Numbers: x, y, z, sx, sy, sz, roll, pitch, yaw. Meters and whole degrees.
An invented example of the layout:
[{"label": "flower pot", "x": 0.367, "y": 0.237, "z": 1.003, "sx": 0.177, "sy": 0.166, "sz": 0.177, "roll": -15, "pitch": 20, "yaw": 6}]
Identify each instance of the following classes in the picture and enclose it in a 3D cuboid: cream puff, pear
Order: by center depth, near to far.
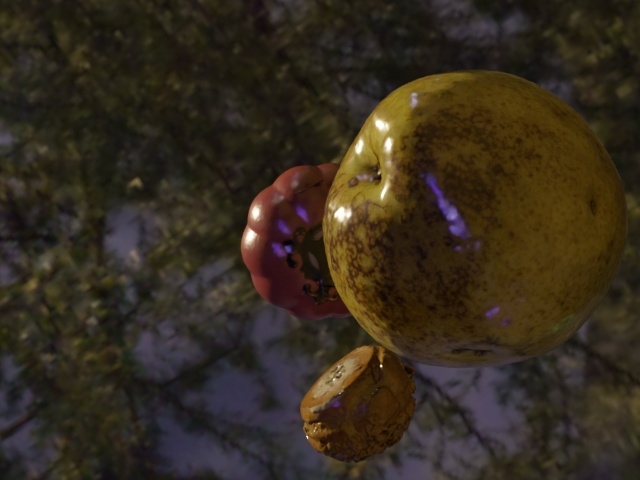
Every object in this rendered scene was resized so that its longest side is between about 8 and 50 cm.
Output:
[{"label": "pear", "x": 0.094, "y": -0.015, "z": 0.897, "sx": 0.197, "sy": 0.197, "sz": 0.197, "roll": 48, "pitch": -157, "yaw": -28}, {"label": "cream puff", "x": 0.045, "y": 0.187, "z": 1.538, "sx": 0.103, "sy": 0.126, "sz": 0.144, "roll": 55, "pitch": -136, "yaw": -10}]

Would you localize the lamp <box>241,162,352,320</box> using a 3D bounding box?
[{"label": "lamp", "x": 0.000, "y": 0.000, "z": 1.555, "sx": 0.182, "sy": 0.182, "sz": 0.140, "roll": 51, "pitch": -178, "yaw": -19}]
